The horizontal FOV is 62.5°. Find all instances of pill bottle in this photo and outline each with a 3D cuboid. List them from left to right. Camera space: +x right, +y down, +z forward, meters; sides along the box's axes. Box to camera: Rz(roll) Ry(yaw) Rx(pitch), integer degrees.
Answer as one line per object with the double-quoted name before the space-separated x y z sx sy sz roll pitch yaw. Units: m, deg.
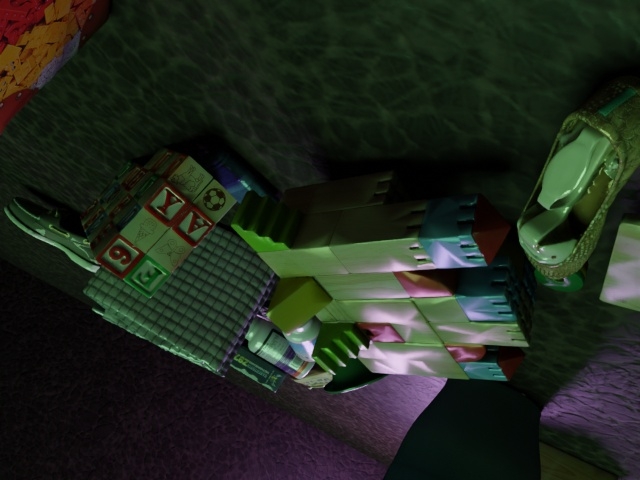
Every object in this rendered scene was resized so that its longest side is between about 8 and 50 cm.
"pill bottle" -0.103 0.235 1.249 0.193 0.108 0.108 33 156 -8
"pill bottle" -0.032 0.186 1.101 0.087 0.087 0.160 18 154 23

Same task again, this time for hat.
"hat" 0.057 0.192 1.069 0.183 0.173 0.208 67 160 4

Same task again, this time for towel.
"towel" -0.245 0.083 0.961 0.284 0.235 0.121 26 162 9
"towel" -0.110 -0.081 0.737 0.119 0.029 0.067 43 153 -27

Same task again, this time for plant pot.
"plant pot" 0.278 0.397 0.972 0.272 0.255 0.271 23 156 11

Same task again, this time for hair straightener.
"hair straightener" -0.117 0.132 1.104 0.089 0.047 0.230 9 157 37

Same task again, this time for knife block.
"knife block" 0.458 0.473 1.160 0.276 0.242 0.088 -18 152 -5

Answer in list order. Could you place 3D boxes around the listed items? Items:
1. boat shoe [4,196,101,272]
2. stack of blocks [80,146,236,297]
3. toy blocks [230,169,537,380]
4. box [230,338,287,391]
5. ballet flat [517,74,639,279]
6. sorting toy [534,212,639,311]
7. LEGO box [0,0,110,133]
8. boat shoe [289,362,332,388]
"boat shoe" -0.660 -0.032 1.360 0.305 0.091 0.109 32 -167 -2
"stack of blocks" -0.255 -0.047 0.784 0.087 0.171 0.297 44 170 -29
"toy blocks" 0.121 0.053 0.608 0.261 0.190 0.381 -5 140 35
"box" -0.173 0.278 1.351 0.183 0.059 0.232 32 -175 -7
"ballet flat" 0.189 -0.032 0.415 0.073 0.067 0.206 49 155 35
"sorting toy" 0.328 0.023 0.440 0.275 0.046 0.132 16 153 29
"LEGO box" -0.393 -0.347 0.326 0.500 0.193 0.372 35 156 -12
"boat shoe" 0.014 0.318 1.290 0.089 0.104 0.285 39 154 -14
